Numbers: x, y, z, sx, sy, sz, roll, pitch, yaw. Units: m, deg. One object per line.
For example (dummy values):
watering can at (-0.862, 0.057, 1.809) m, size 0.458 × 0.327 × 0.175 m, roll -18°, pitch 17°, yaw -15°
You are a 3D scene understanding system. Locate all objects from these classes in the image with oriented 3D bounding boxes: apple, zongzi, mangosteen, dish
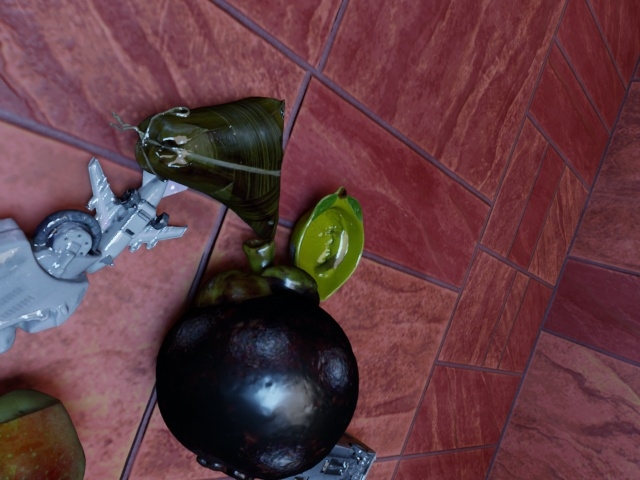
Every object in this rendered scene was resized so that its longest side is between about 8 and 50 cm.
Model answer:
apple at (-0.378, 0.262, 0.515) m, size 0.207 × 0.174 × 0.188 m, roll -41°, pitch 170°, yaw 32°
zongzi at (-0.139, -0.066, 0.649) m, size 0.247 × 0.111 × 0.241 m, roll -30°, pitch 125°, yaw -51°
mangosteen at (-0.084, 0.186, 0.700) m, size 0.313 × 0.296 × 0.297 m, roll -68°, pitch 149°, yaw -56°
dish at (0.000, 0.000, 0.844) m, size 0.148 × 0.080 × 0.208 m, roll 3°, pitch 103°, yaw -40°

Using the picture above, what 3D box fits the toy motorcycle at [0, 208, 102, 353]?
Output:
toy motorcycle at (-0.362, 0.060, 0.503) m, size 0.260 × 0.110 × 0.171 m, roll -22°, pitch 135°, yaw -39°

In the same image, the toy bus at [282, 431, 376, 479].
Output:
toy bus at (-0.013, 0.417, 0.930) m, size 0.342 × 0.138 × 0.097 m, roll 36°, pitch 80°, yaw -44°

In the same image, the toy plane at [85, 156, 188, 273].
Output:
toy plane at (-0.249, -0.028, 0.616) m, size 0.162 × 0.065 × 0.171 m, roll 45°, pitch 68°, yaw -45°
